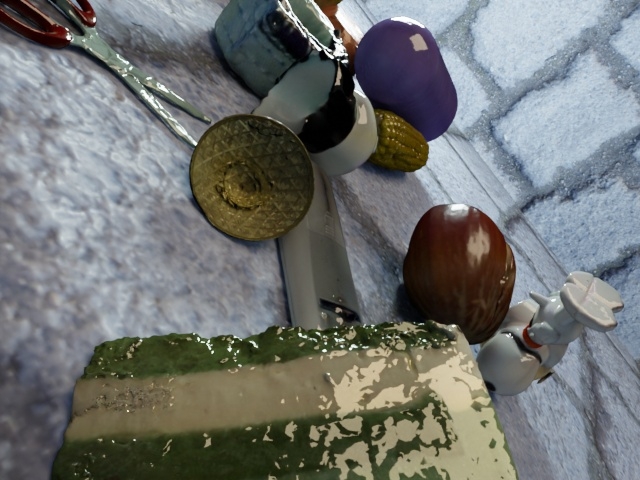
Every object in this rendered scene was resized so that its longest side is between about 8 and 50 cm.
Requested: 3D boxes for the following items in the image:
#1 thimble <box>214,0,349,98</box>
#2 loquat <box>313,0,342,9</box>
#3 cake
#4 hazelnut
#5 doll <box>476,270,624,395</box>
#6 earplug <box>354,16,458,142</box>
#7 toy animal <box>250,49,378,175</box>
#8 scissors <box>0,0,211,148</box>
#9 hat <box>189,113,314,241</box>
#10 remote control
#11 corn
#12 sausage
[{"bbox_3d":[-0.066,-0.344,0.808,0.237,0.150,0.237,37,33,-28],"label":"thimble"},{"bbox_3d":[-0.042,-0.693,1.125,0.276,0.276,0.284,55,38,7],"label":"loquat"},{"bbox_3d":[-0.002,0.128,0.318,0.284,0.172,0.158,29,33,-34],"label":"cake"},{"bbox_3d":[0.225,0.057,0.738,0.212,0.181,0.181,44,4,-36],"label":"hazelnut"},{"bbox_3d":[0.366,0.147,0.751,0.144,0.271,0.208,41,38,16],"label":"doll"},{"bbox_3d":[0.201,-0.363,1.073,0.215,0.215,0.456,56,16,8],"label":"earplug"},{"bbox_3d":[-0.001,-0.180,0.726,0.179,0.166,0.138,38,29,-48],"label":"toy animal"},{"bbox_3d":[-0.231,-0.200,0.529,0.248,0.017,0.144,39,31,-26],"label":"scissors"},{"bbox_3d":[-0.085,-0.068,0.547,0.146,0.067,0.146,2,84,-24],"label":"hat"},{"bbox_3d":[0.000,0.000,0.594,0.109,0.055,0.313,27,36,-38],"label":"remote control"},{"bbox_3d":[0.162,-0.214,1.037,0.322,0.119,0.119,4,53,-61],"label":"corn"},{"bbox_3d":[0.024,-0.444,1.071,0.153,0.141,0.268,40,30,-21],"label":"sausage"}]
